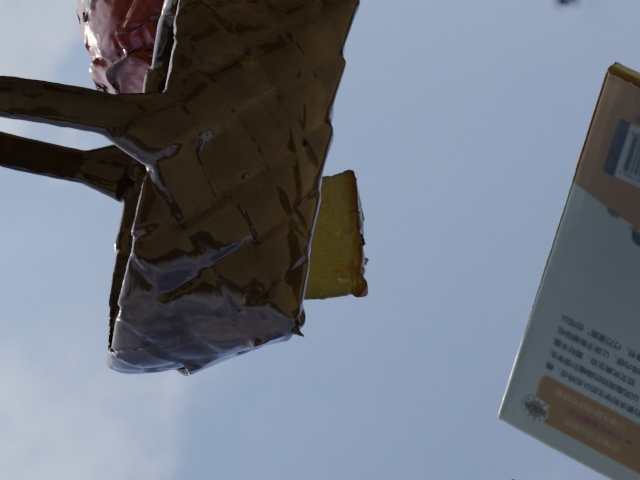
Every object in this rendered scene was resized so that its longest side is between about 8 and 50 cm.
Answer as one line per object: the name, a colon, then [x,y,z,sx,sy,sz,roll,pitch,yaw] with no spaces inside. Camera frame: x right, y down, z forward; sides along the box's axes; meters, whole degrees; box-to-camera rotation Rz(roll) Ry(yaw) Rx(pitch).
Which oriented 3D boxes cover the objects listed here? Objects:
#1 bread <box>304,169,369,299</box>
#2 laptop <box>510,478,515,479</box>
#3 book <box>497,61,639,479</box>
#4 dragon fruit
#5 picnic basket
bread: [0.000,0.000,1.707,0.084,0.080,0.109,-8,-148,4]
laptop: [0.207,0.291,1.758,0.016,0.180,0.129,-39,-100,-15]
book: [0.244,0.050,1.241,0.208,0.295,0.020,28,-146,22]
dragon fruit: [-0.129,-0.241,1.996,0.277,0.277,0.342,1,-123,-16]
picnic basket: [-0.157,-0.072,1.405,0.337,0.337,0.293,5,174,-9]
